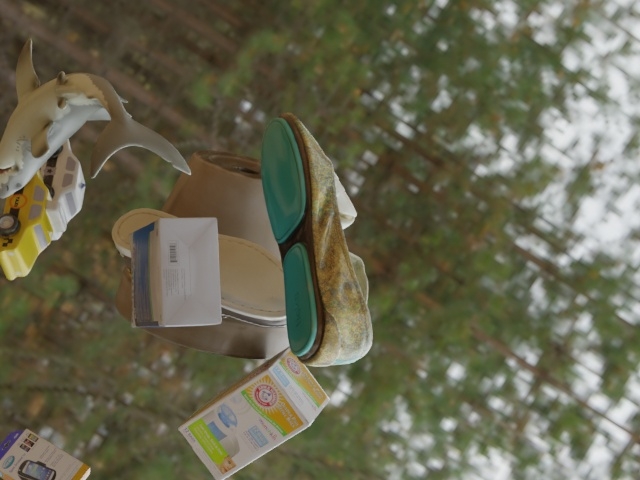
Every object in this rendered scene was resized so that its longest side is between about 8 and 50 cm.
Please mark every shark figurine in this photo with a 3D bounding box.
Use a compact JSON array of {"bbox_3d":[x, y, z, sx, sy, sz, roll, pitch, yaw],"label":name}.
[{"bbox_3d":[-0.235,-0.129,1.432,0.278,0.116,0.166,-3,-101,49],"label":"shark figurine"}]

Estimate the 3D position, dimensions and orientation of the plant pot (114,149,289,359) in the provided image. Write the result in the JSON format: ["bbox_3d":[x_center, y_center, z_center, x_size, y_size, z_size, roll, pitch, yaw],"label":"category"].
[{"bbox_3d":[-0.151,0.010,2.281,0.323,0.323,0.280,-105,-149,-76],"label":"plant pot"}]

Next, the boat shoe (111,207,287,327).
[{"bbox_3d":[-0.165,0.055,2.039,0.116,0.324,0.096,-52,152,-32],"label":"boat shoe"}]

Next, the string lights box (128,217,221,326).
[{"bbox_3d":[-0.194,0.046,1.784,0.260,0.077,0.133,168,-80,-74],"label":"string lights box"}]

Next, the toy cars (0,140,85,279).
[{"bbox_3d":[-0.427,-0.064,2.187,0.393,0.087,0.176,-80,171,-74],"label":"toy cars"}]

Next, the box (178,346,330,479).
[{"bbox_3d":[-0.104,0.274,2.177,0.203,0.114,0.103,-34,-177,25],"label":"box"}]

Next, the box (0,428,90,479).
[{"bbox_3d":[-0.431,0.347,2.102,0.081,0.136,0.028,-53,166,-35],"label":"box"}]

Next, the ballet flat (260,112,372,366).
[{"bbox_3d":[0.000,0.000,1.769,0.123,0.123,0.348,-45,-133,51],"label":"ballet flat"}]
